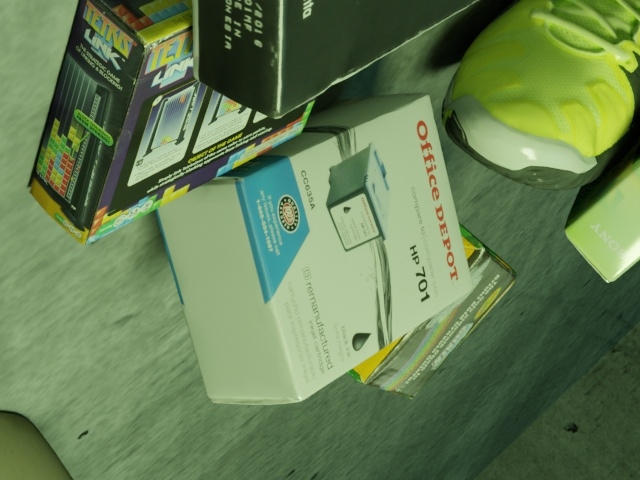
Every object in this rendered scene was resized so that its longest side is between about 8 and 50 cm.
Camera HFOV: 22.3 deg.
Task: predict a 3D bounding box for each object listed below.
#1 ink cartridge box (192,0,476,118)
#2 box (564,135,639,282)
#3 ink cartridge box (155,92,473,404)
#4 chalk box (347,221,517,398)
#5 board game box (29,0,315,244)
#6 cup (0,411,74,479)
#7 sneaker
[{"bbox_3d":[0.082,-0.214,0.795,0.371,0.069,0.176,-36,141,-38],"label":"ink cartridge box"},{"bbox_3d":[0.317,-0.117,1.161,0.322,0.058,0.232,-45,180,19],"label":"box"},{"bbox_3d":[0.000,0.000,0.998,0.082,0.140,0.190,-3,-163,42],"label":"ink cartridge box"},{"bbox_3d":[0.052,0.027,1.215,0.132,0.132,0.213,-49,164,3],"label":"chalk box"},{"bbox_3d":[-0.060,-0.088,0.830,0.170,0.048,0.141,-31,154,-42],"label":"board game box"},{"bbox_3d":[-0.225,0.306,0.988,0.331,0.237,0.331,-41,162,-17],"label":"cup"},{"bbox_3d":[0.211,-0.176,1.173,0.385,0.145,0.147,-46,159,-41],"label":"sneaker"}]
